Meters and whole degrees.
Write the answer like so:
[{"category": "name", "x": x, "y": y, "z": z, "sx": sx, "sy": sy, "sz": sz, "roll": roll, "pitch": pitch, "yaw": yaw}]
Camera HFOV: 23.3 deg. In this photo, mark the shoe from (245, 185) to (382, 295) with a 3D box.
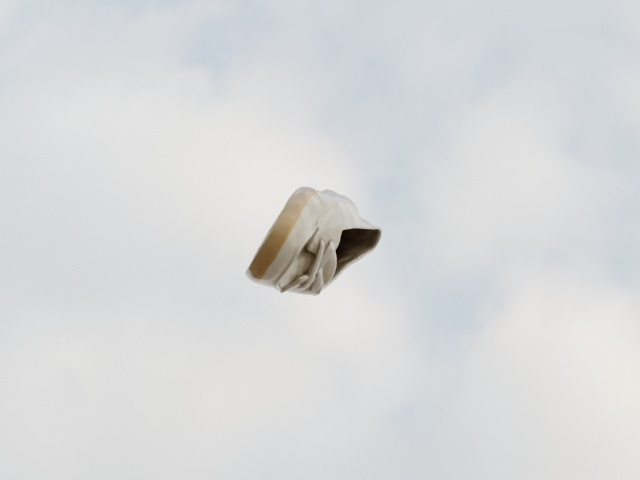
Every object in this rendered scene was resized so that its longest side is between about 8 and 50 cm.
[{"category": "shoe", "x": 0.000, "y": 0.000, "z": 1.208, "sx": 0.058, "sy": 0.219, "sz": 0.076, "roll": 30, "pitch": -75, "yaw": 9}]
